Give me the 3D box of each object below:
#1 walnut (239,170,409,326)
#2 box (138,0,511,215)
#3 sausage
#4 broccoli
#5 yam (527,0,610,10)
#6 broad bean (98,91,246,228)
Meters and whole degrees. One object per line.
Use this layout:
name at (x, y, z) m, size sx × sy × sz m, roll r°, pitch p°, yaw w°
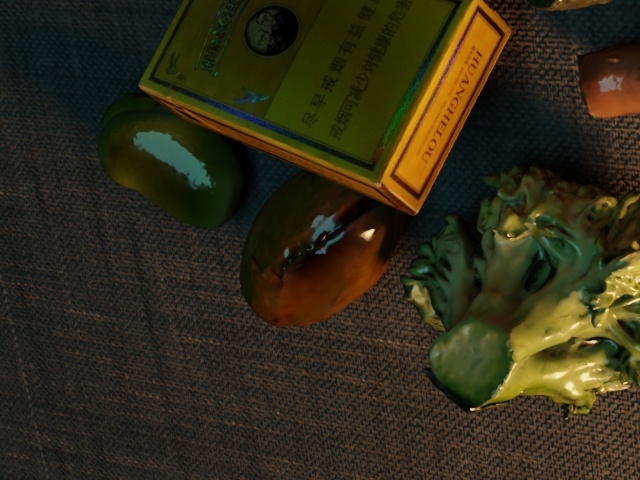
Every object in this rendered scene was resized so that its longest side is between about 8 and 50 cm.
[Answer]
walnut at (0.000, 0.000, 1.862) m, size 0.137 × 0.137 × 0.245 m, roll 46°, pitch 131°, yaw 7°
box at (-0.001, -0.167, 1.707) m, size 0.301 × 0.084 × 0.193 m, roll 24°, pitch 82°, yaw 34°
sausage at (0.351, -0.149, 1.557) m, size 0.304 × 0.078 × 0.078 m, roll -7°, pitch 109°, yaw 39°
broccoli at (0.187, 0.055, 1.674) m, size 0.288 × 0.245 × 0.248 m, roll -33°, pitch 83°, yaw 37°
yam at (0.239, -0.246, 1.533) m, size 0.107 × 0.183 × 0.107 m, roll 21°, pitch 119°, yaw 44°
broad bean at (-0.157, -0.089, 1.969) m, size 0.174 × 0.082 × 0.124 m, roll 23°, pitch 126°, yaw 13°
